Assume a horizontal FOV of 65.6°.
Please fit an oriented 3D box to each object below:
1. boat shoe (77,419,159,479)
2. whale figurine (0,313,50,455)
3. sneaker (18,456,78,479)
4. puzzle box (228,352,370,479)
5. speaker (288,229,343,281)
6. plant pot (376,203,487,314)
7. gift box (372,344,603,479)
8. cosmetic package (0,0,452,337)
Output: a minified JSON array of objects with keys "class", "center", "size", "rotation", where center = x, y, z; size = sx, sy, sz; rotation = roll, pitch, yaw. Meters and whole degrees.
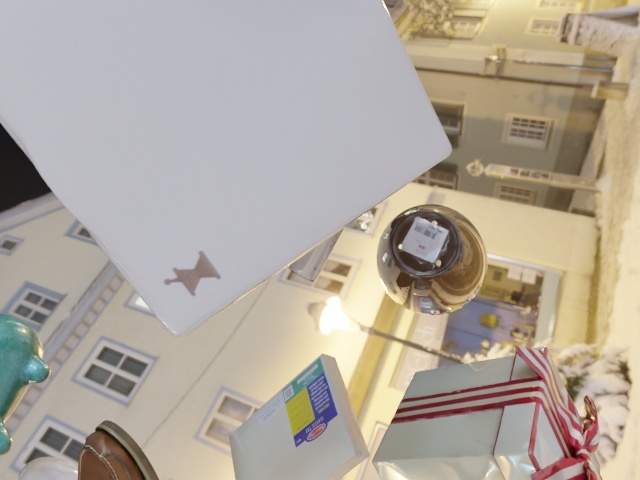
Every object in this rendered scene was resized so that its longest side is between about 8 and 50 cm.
[{"class":"boat shoe","center":[-0.276,0.380,0.652],"size":[0.104,0.111,0.307],"rotation":[-32,-48,-49]},{"class":"whale figurine","center":[-0.613,0.253,0.896],"size":[0.141,0.216,0.272],"rotation":[96,161,-49]},{"class":"sneaker","center":[-0.466,0.542,0.963],"size":[0.108,0.292,0.169],"rotation":[-48,10,-23]},{"class":"puzzle box","center":[-0.073,0.509,1.231],"size":[0.052,0.272,0.409],"rotation":[27,-62,-37]},{"class":"speaker","center":[0.000,0.000,0.852],"size":[0.136,0.055,0.055],"rotation":[-62,-22,3]},{"class":"plant pot","center":[0.189,0.021,0.874],"size":[0.230,0.215,0.215],"rotation":[33,-107,-72]},{"class":"gift box","center":[0.248,0.306,0.698],"size":[0.276,0.258,0.255],"rotation":[61,-146,-14]},{"class":"cosmetic package","center":[-0.130,-0.163,0.590],"size":[0.327,0.394,0.329],"rotation":[-34,-70,-6]}]
